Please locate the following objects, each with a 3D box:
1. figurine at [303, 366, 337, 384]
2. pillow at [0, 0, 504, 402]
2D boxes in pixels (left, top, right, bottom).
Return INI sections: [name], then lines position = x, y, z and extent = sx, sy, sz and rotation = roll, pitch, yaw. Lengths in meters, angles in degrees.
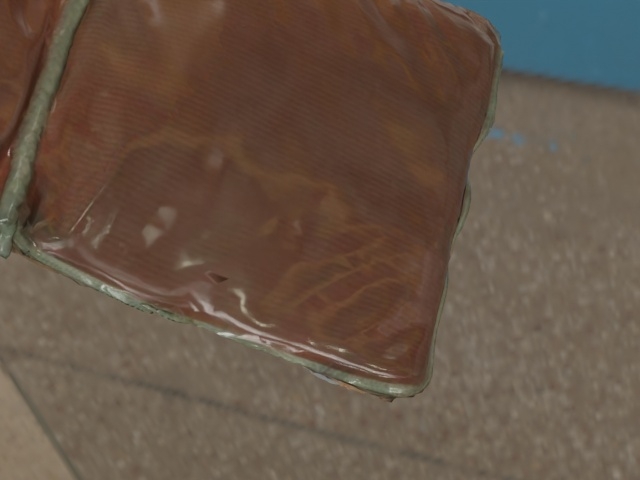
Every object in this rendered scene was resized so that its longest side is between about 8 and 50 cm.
[figurine]
position = 0.000, 0.000, 0.835
extent = 0.115, 0.156, 0.095
rotation = 14, 69, 1
[pillow]
position = -0.064, -0.048, 0.470
extent = 0.232, 0.043, 0.126
rotation = 21, 61, -19
